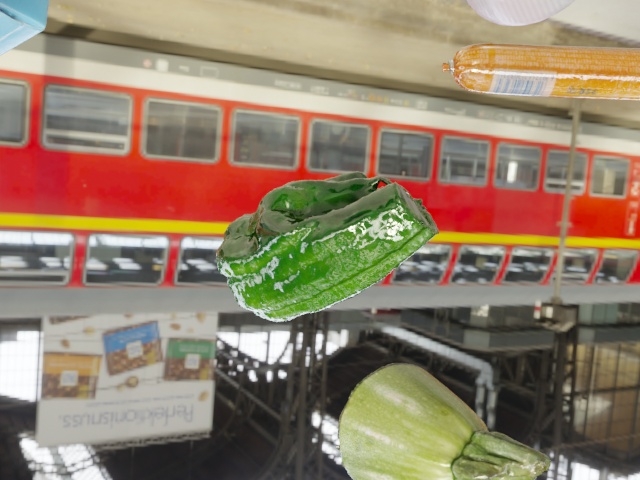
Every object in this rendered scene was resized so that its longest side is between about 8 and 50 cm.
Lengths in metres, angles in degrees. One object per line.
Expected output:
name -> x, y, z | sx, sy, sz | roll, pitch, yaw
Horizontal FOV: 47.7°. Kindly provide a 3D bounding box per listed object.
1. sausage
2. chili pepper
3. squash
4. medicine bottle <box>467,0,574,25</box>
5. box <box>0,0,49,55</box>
sausage -> 0.297, -0.171, 0.741 | 0.347, 0.053, 0.053 | 1, -175, -1
chili pepper -> -0.007, -0.008, 1.100 | 0.384, 0.213, 0.167 | -25, 143, 34
squash -> 0.088, 0.150, 0.502 | 0.105, 0.105, 0.132 | 2, -176, -30
medicine bottle -> 0.163, -0.336, 0.677 | 0.165, 0.165, 0.273 | 8, 169, 32
box -> -0.311, -0.285, 0.662 | 0.142, 0.233, 0.083 | -11, 159, 35
